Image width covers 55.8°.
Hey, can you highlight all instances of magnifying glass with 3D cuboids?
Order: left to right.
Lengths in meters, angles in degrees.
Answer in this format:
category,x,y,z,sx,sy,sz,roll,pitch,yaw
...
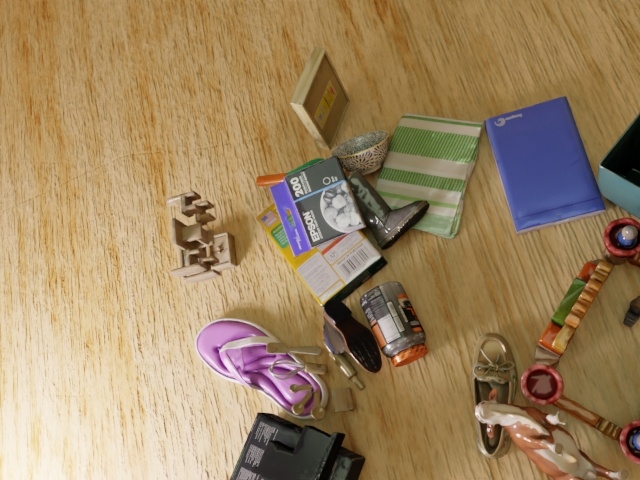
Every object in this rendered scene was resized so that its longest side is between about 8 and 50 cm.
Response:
category,x,y,z,sx,sy,sz,roll,pitch,yaw
magnifying glass,-0.068,-0.173,1.652,0.231,0.026,0.092,-3,66,20

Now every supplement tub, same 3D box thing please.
category,x,y,z,sx,sy,sz,roll,pitch,yaw
supplement tub,0.183,0.206,1.485,0.117,0.117,0.190,-27,68,9

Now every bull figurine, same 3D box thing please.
category,x,y,z,sx,sy,sz,roll,pitch,yaw
bull figurine,0.468,0.419,1.249,0.310,0.188,0.101,38,73,-7

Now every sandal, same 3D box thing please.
category,x,y,z,sx,sy,sz,roll,pitch,yaw
sandal,-0.163,0.315,1.573,0.417,0.102,0.169,23,81,23

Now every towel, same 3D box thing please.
category,x,y,z,sx,sy,sz,roll,pitch,yaw
towel,0.283,-0.181,1.620,0.248,0.038,0.324,13,80,23

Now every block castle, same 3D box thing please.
category,x,y,z,sx,sy,sz,roll,pitch,yaw
block castle,0.652,0.201,1.278,0.303,0.213,0.453,29,85,24

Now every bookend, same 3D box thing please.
category,x,y,z,sx,sy,sz,roll,pitch,yaw
bookend,-0.050,0.477,1.359,0.157,0.072,0.156,18,77,23

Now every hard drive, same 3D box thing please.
category,x,y,z,sx,sy,sz,roll,pitch,yaw
hard drive,0.559,-0.192,1.527,0.210,0.040,0.318,-15,69,14

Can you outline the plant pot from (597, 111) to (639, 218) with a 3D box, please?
category,x,y,z,sx,sy,sz,roll,pitch,yaw
plant pot,0.728,-0.144,1.349,0.166,0.234,0.165,39,88,24

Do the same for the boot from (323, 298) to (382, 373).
category,x,y,z,sx,sy,sz,roll,pitch,yaw
boot,0.076,0.257,1.508,0.082,0.106,0.219,-19,56,-25

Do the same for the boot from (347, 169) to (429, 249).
category,x,y,z,sx,sy,sz,roll,pitch,yaw
boot,0.155,-0.104,1.578,0.190,0.076,0.208,-42,69,19

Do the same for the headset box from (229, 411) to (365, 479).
category,x,y,z,sx,sy,sz,roll,pitch,yaw
headset box,-0.058,0.582,1.439,0.283,0.131,0.246,18,79,22

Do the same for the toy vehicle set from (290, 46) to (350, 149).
category,x,y,z,sx,sy,sz,roll,pitch,yaw
toy vehicle set,0.005,-0.377,1.646,0.035,0.267,0.165,18,79,21

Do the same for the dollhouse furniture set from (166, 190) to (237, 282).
category,x,y,z,sx,sy,sz,roll,pitch,yaw
dollhouse furniture set,-0.357,0.016,1.655,0.161,0.242,0.212,-15,69,14

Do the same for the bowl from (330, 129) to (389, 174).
category,x,y,z,sx,sy,sz,roll,pitch,yaw
bowl,0.119,-0.230,1.649,0.170,0.170,0.080,-19,113,8

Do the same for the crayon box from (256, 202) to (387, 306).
category,x,y,z,sx,sy,sz,roll,pitch,yaw
crayon box,0.000,0.000,1.629,0.203,0.083,0.323,-40,66,3

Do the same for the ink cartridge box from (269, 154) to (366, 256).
category,x,y,z,sx,sy,sz,roll,pitch,yaw
ink cartridge box,-0.014,-0.089,1.572,0.208,0.045,0.206,-23,80,11

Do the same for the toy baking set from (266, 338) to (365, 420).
category,x,y,z,sx,sy,sz,roll,pitch,yaw
toy baking set,-0.016,0.329,1.506,0.197,0.030,0.256,-21,60,-29

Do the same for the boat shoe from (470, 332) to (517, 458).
category,x,y,z,sx,sy,sz,roll,pitch,yaw
boat shoe,0.399,0.349,1.382,0.105,0.089,0.285,-4,72,17
